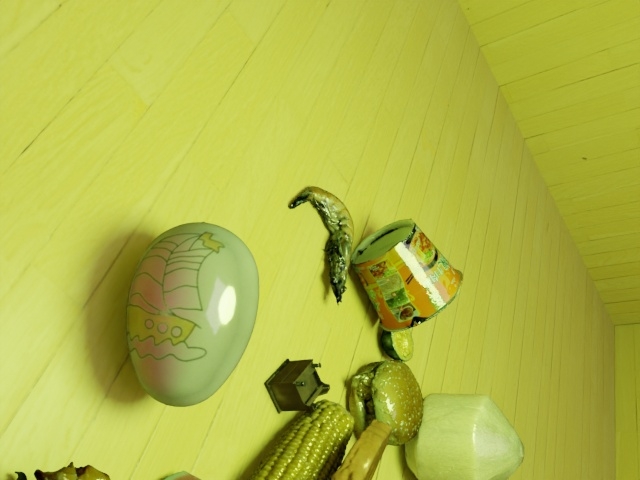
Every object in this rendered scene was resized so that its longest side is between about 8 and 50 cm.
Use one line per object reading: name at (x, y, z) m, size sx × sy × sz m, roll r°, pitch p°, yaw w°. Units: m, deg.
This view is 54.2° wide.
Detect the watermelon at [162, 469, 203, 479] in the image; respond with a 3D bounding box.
watermelon at (-0.204, 0.386, 0.928) m, size 0.092 × 0.072 × 0.084 m, roll 51°, pitch 26°, yaw -26°

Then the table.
table at (-0.040, 0.272, 1.176) m, size 0.083 × 0.082 × 0.070 m, roll -40°, pitch 113°, yaw -52°

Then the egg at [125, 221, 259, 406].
egg at (-0.193, 0.104, 0.926) m, size 0.196 × 0.196 × 0.271 m, roll 43°, pitch 56°, yaw -39°

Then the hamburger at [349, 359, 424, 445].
hamburger at (0.159, 0.360, 1.390) m, size 0.215 × 0.122 × 0.189 m, roll 2°, pitch 78°, yaw -56°

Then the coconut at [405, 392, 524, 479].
coconut at (0.342, 0.482, 1.476) m, size 0.237 × 0.266 × 0.237 m, roll -5°, pitch 90°, yaw -67°

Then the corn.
corn at (-0.039, 0.407, 1.097) m, size 0.347 × 0.130 × 0.130 m, roll -42°, pitch 113°, yaw -53°

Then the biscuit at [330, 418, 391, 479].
biscuit at (0.032, 0.479, 1.100) m, size 0.351 × 0.057 × 0.312 m, roll -42°, pitch 151°, yaw -58°

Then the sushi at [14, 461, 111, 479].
sushi at (-0.292, 0.365, 0.697) m, size 0.200 × 0.204 × 0.213 m, roll 41°, pitch 43°, yaw -34°

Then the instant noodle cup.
instant noodle cup at (0.190, 0.071, 1.453) m, size 0.182 × 0.230 × 0.230 m, roll 56°, pitch 40°, yaw -15°

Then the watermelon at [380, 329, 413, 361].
watermelon at (0.181, 0.243, 1.506) m, size 0.105 × 0.062 × 0.105 m, roll 35°, pitch 45°, yaw -45°

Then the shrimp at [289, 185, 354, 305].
shrimp at (0.000, 0.000, 1.354) m, size 0.198 × 0.051 × 0.261 m, roll 29°, pitch 54°, yaw -38°
